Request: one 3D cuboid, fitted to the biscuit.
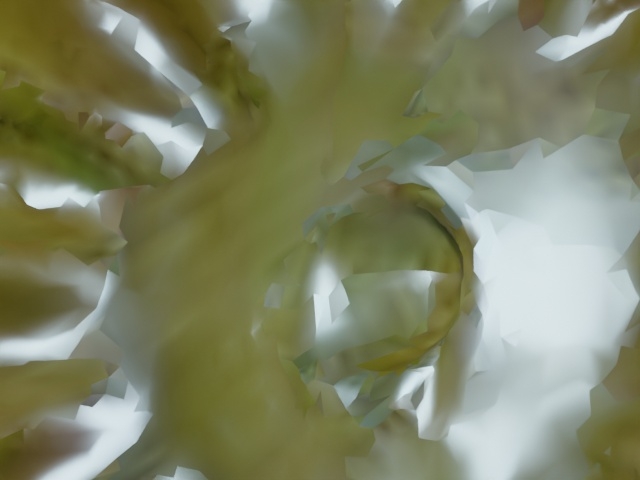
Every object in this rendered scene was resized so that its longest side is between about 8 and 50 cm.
[{"bbox_3d":[0.000,0.000,0.438,0.326,0.107,0.325,-13,119,-24],"label":"biscuit"}]
